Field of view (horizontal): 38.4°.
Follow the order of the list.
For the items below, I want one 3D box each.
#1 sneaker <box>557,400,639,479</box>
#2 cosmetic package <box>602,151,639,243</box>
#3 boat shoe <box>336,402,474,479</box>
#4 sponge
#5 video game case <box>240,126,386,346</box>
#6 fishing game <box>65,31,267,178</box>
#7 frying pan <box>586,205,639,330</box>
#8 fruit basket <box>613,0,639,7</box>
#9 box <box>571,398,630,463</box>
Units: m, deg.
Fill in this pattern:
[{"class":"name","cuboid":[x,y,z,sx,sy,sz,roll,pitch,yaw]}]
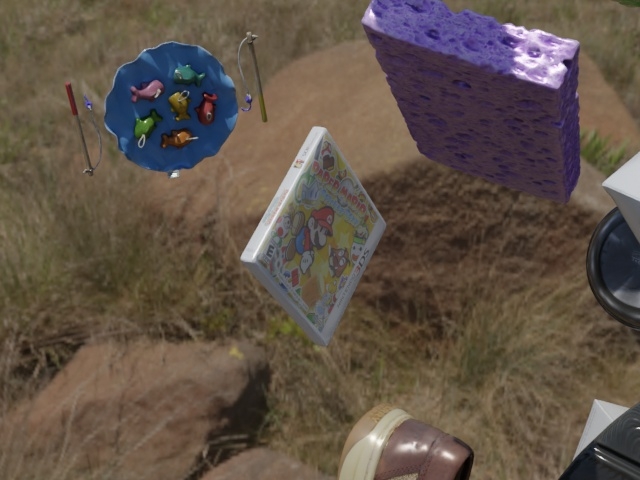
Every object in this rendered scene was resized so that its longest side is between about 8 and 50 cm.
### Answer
[{"class":"sneaker","cuboid":[0.317,0.320,0.955,0.169,0.448,0.257,31,17,23]},{"class":"cosmetic package","cuboid":[0.518,-0.064,0.953,0.377,0.284,0.097,-40,22,-1]},{"class":"boat shoe","cuboid":[0.080,0.317,0.813,0.123,0.342,0.123,13,17,30]},{"class":"sponge","cuboid":[0.104,-0.083,0.581,0.117,0.210,0.031,22,82,20]},{"class":"video game case","cuboid":[0.000,0.000,1.209,0.026,0.227,0.206,12,63,35]},{"class":"fishing game","cuboid":[-0.195,-0.168,1.220,0.264,0.189,0.041,-16,36,-17]},{"class":"frying pan","cuboid":[0.505,-0.012,1.273,0.053,0.326,0.197,4,44,-51]},{"class":"fruit basket","cuboid":[0.425,-0.474,1.062,0.283,0.392,0.392,5,30,34]},{"class":"box","cuboid":[0.413,0.335,1.215,0.119,0.181,0.182,16,12,-4]}]
